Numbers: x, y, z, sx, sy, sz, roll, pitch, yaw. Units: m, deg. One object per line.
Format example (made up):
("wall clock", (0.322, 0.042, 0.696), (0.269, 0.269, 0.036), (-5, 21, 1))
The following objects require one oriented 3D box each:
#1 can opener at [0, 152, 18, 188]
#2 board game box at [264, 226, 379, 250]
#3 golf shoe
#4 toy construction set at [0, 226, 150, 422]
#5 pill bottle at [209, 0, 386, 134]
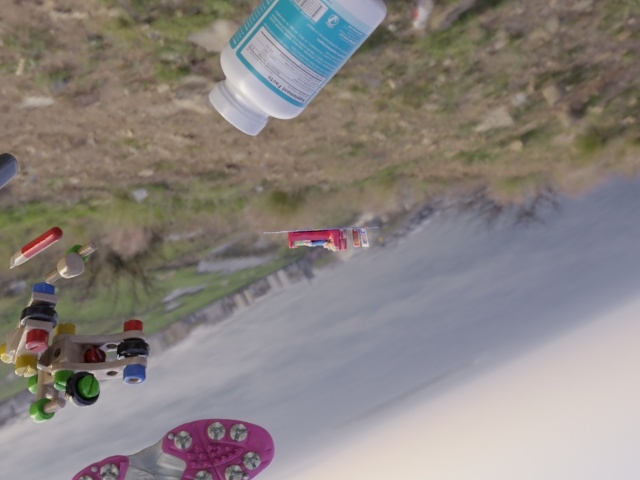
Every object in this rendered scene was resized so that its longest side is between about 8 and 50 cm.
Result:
("can opener", (-0.568, -0.030, 1.457), (0.283, 0.076, 0.095), (-51, 163, -36))
("board game box", (0.000, 0.000, 1.414), (0.133, 0.033, 0.169), (-3, 180, -33))
("golf shoe", (-0.218, 0.343, 1.446), (0.306, 0.115, 0.140), (-14, 163, -9))
("toy construction set", (-0.469, 0.160, 1.680), (0.237, 0.309, 0.257), (-26, 167, 33))
("pill bottle", (-0.041, -0.275, 1.381), (0.264, 0.146, 0.146), (-46, 162, 18))
